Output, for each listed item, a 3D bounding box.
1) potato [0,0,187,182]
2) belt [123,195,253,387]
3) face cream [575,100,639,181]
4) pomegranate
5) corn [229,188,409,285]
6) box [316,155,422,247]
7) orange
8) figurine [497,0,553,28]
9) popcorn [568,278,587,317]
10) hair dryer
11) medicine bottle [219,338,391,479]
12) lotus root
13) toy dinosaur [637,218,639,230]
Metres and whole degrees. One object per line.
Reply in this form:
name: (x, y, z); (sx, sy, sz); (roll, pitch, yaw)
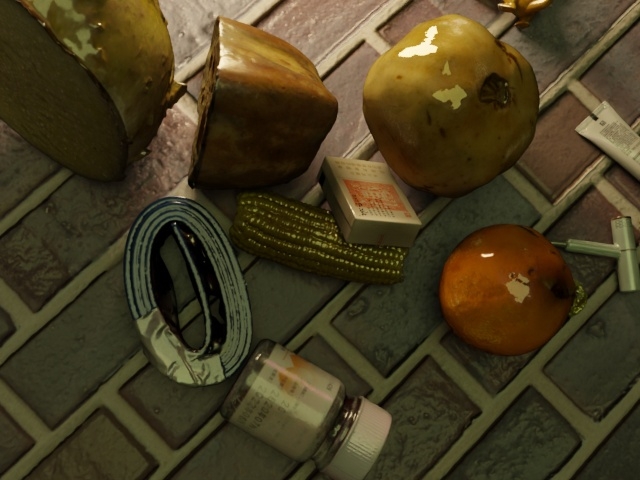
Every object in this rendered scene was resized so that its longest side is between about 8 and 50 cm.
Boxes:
potato: (-0.394, -0.356, 1.293); (0.386, 0.442, 0.319); (28, 64, 11)
belt: (-0.242, 0.096, 1.383); (0.213, 0.117, 0.346); (-16, 82, -11)
face cream: (0.650, -0.178, 1.577); (0.092, 0.058, 0.243); (-43, 82, -6)
pomegranate: (0.234, -0.246, 1.411); (0.333, 0.332, 0.332); (1, 80, -7)
corn: (0.000, 0.000, 1.426); (0.345, 0.131, 0.131); (15, 78, -4)
box: (0.087, -0.074, 1.413); (0.141, 0.058, 0.201); (5, 38, -23)
orange: (0.340, 0.090, 1.390); (0.246, 0.246, 0.246); (1, 80, -7)
figurine: (0.449, -0.543, 1.581); (0.121, 0.122, 0.176); (27, 68, -36)
popcorn: (0.497, 0.113, 1.502); (0.060, 0.068, 0.083); (-12, 109, 32)
hair dryer: (0.549, 0.033, 1.535); (0.183, 0.044, 0.154); (-4, 79, -3)
medicine bottle: (-0.026, 0.305, 1.348); (0.273, 0.165, 0.165); (30, 78, -1)
lotus root: (-0.125, -0.232, 1.410); (0.250, 0.316, 0.315); (8, 78, -24)
toy dinosaur: (0.692, -0.017, 1.566); (0.061, 0.029, 0.119); (-5, 82, -23)
